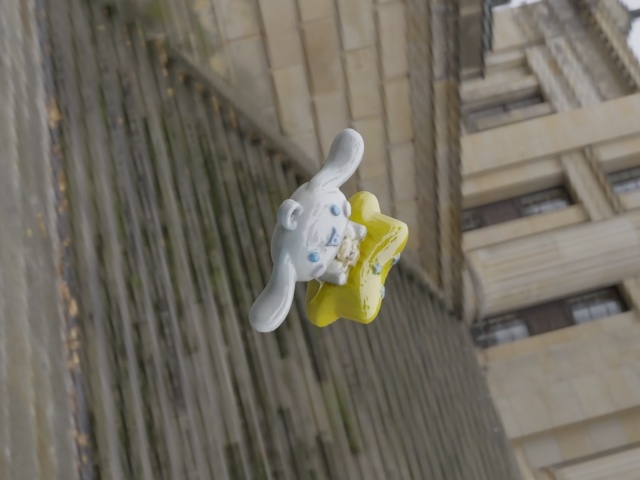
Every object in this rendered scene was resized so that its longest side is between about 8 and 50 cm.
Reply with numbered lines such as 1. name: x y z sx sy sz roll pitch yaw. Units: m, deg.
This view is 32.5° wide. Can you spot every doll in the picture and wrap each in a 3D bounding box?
1. doll: 0.003 -0.007 0.719 0.113 0.071 0.135 -3 107 -53
